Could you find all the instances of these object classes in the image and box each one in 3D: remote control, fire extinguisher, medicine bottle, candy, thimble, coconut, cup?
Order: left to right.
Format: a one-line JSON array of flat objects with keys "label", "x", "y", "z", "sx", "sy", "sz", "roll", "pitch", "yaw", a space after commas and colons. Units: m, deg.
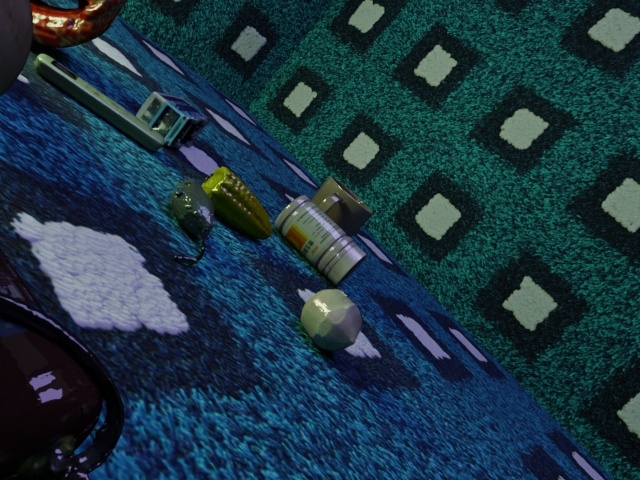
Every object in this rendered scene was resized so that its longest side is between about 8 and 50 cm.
[{"label": "fire extinguisher", "x": -0.259, "y": 0.065, "z": 0.363, "sx": 0.141, "sy": 0.105, "sz": 0.341, "roll": -29, "pitch": 67, "yaw": -37}, {"label": "thimble", "x": -0.627, "y": -0.633, "z": 1.218, "sx": 0.350, "sy": 0.350, "sz": 0.231, "roll": 37, "pitch": 10, "yaw": -25}, {"label": "remote control", "x": -0.489, "y": -0.304, "z": 1.185, "sx": 0.309, "sy": 0.038, "sz": 0.090, "roll": 36, "pitch": 12, "yaw": -28}, {"label": "candy", "x": -0.184, "y": -0.075, "z": 1.227, "sx": 0.199, "sy": 0.094, "sz": 0.106, "roll": 43, "pitch": 3, "yaw": -28}, {"label": "medicine bottle", "x": 0.000, "y": 0.000, "z": 1.480, "sx": 0.249, "sy": 0.133, "sz": 0.133, "roll": 44, "pitch": 10, "yaw": 9}, {"label": "cup", "x": 0.031, "y": -0.079, "z": 1.726, "sx": 0.191, "sy": 0.200, "sz": 0.253, "roll": 44, "pitch": 9, "yaw": 12}, {"label": "coconut", "x": 0.028, "y": 0.154, "z": 0.999, "sx": 0.124, "sy": 0.110, "sz": 0.110, "roll": 44, "pitch": 10, "yaw": 37}]

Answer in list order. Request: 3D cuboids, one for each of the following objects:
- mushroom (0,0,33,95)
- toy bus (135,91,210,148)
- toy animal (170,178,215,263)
[{"label": "mushroom", "x": -0.412, "y": -0.245, "z": 0.400, "sx": 0.362, "sy": 0.295, "sz": 0.362, "roll": 19, "pitch": 2, "yaw": -1}, {"label": "toy bus", "x": -0.399, "y": -0.335, "z": 1.469, "sx": 0.131, "sy": 0.106, "sz": 0.297, "roll": 38, "pitch": 9, "yaw": -7}, {"label": "toy animal", "x": -0.231, "y": -0.027, "z": 0.962, "sx": 0.079, "sy": 0.070, "sz": 0.253, "roll": 1, "pitch": 40, "yaw": -17}]
